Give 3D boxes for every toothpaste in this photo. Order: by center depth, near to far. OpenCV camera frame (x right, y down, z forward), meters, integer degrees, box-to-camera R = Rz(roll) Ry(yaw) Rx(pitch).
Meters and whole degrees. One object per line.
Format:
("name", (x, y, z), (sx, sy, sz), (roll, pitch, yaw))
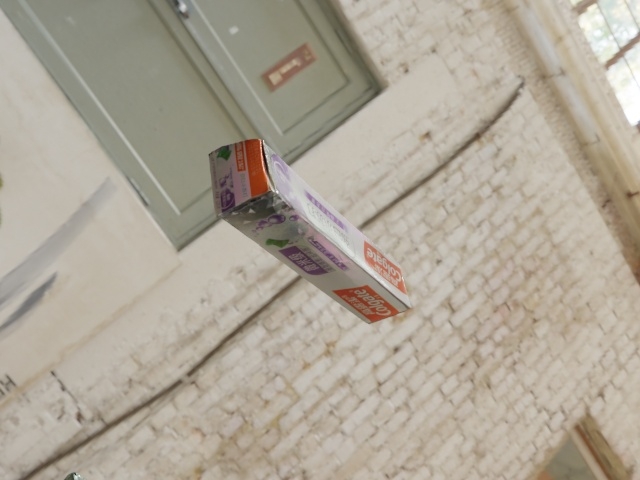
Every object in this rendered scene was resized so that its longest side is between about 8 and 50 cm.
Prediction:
("toothpaste", (0.000, 0.000, 0.514), (0.040, 0.196, 0.047), (-23, -123, 19))

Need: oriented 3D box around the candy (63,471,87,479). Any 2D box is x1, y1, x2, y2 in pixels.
("candy", (-0.171, 0.280, 0.677), (0.053, 0.182, 0.046), (-34, 161, -12))
